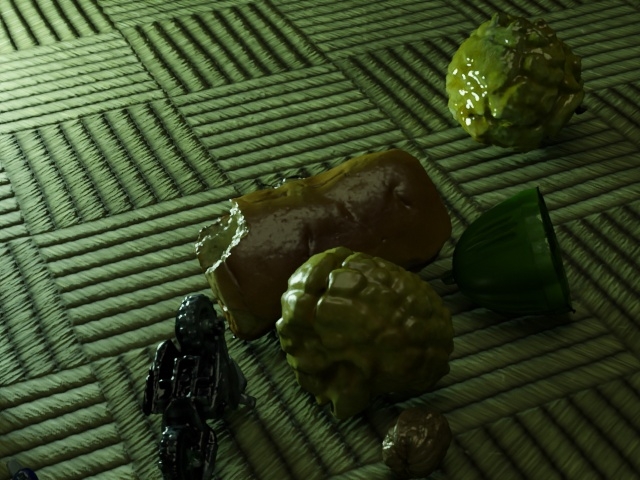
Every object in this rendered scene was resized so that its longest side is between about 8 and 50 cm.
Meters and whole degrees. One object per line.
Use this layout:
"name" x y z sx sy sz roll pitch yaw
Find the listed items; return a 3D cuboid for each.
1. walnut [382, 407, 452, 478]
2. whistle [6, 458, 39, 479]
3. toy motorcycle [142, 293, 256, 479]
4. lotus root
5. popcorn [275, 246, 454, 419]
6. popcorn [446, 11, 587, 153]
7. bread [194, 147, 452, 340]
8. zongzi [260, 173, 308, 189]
"walnut" 0.115 0.239 1.404 0.079 0.082 0.096 -17 17 33
"whistle" -0.348 0.290 1.398 0.033 0.029 0.083 -38 54 -19
"toy motorcycle" -0.148 0.202 1.435 0.106 0.159 0.270 -5 50 12
"lotus root" 0.248 0.034 1.640 0.186 0.186 0.186 -1 35 1
"popcorn" 0.053 0.124 1.484 0.200 0.226 0.203 16 74 41
"popcorn" 0.336 -0.265 2.011 0.225 0.249 0.249 11 24 -36
"bread" 0.002 0.000 1.629 0.344 0.149 0.195 -22 67 -16
"zongzi" -0.034 -0.020 1.789 0.187 0.084 0.184 15 50 35
